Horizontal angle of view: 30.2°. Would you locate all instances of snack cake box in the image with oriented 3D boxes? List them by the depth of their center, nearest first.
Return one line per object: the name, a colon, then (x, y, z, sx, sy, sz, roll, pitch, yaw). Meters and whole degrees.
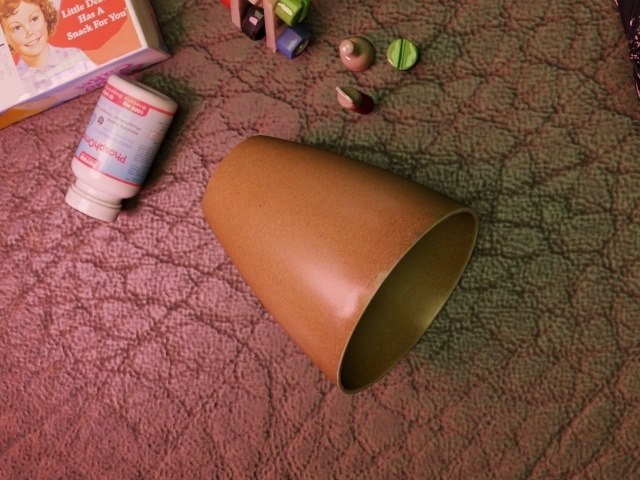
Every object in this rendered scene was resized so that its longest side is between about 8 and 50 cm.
snack cake box: (-0.330, -0.242, 1.401, 0.264, 0.089, 0.152, -21, 87, 11)

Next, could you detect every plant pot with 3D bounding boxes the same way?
plant pot: (0.000, 0.000, 1.296, 0.254, 0.237, 0.237, 35, 99, 22)

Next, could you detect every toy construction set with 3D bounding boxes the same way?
toy construction set: (-0.010, -0.289, 1.260, 0.258, 0.237, 0.308, -23, 89, 11)

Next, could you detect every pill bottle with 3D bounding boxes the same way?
pill bottle: (-0.237, -0.107, 1.390, 0.087, 0.087, 0.160, 26, 97, 9)

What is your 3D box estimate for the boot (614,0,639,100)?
boot: (0.348, -0.246, 1.208, 0.094, 0.207, 0.246, -9, 90, 12)
